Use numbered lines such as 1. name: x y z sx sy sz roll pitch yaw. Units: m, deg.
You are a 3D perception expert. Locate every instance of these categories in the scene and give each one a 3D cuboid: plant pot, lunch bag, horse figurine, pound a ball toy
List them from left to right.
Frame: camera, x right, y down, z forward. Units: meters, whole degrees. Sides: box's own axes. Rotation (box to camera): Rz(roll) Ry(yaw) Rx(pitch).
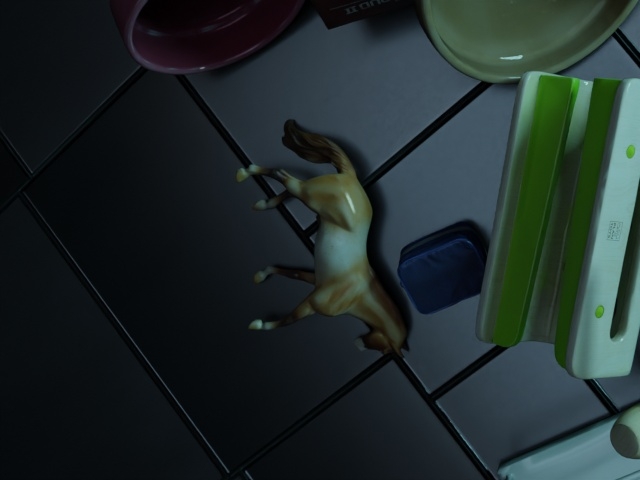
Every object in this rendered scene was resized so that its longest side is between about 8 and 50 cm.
1. plant pot: -0.135 -0.302 0.951 0.201 0.201 0.180 -31 71 18
2. horse figurine: 0.000 0.000 0.995 0.174 0.066 0.264 0 98 23
3. lunch bag: 0.126 0.028 0.959 0.098 0.065 0.067 -23 104 17
4. plant pot: 0.185 -0.274 0.860 0.237 0.237 0.110 -43 41 17
5. pound a ball toy: 0.277 0.014 0.855 0.208 0.135 0.319 18 103 51

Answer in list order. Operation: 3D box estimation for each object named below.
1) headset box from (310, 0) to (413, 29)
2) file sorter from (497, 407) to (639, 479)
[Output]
1. headset box: 0.005 -0.351 0.834 0.110 0.293 0.218 -14 69 15
2. file sorter: 0.311 0.328 0.876 0.192 0.173 0.278 -29 86 17
